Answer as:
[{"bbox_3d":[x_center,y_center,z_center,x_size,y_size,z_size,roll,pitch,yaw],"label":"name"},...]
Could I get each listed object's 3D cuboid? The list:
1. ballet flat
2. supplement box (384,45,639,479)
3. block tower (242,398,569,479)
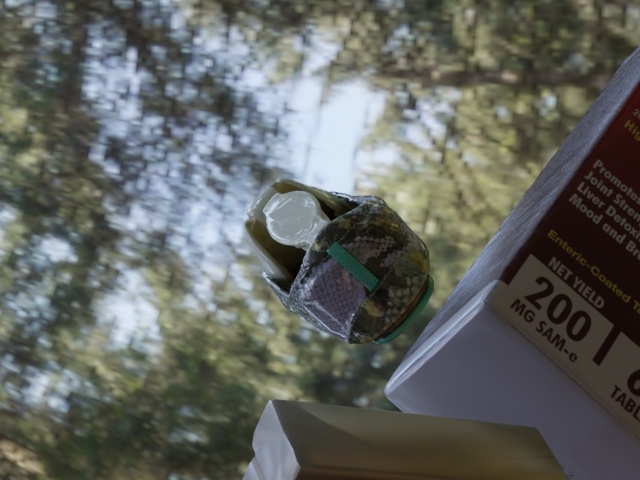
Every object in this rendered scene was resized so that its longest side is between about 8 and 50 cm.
[{"bbox_3d":[0.000,0.000,0.501,0.041,0.114,0.041,-1,-85,-11],"label":"ballet flat"},{"bbox_3d":[0.139,0.012,0.715,0.130,0.073,0.239,41,-134,-2],"label":"supplement box"},{"bbox_3d":[-0.025,0.207,0.570,0.091,0.097,0.335,9,-60,-28],"label":"block tower"}]
